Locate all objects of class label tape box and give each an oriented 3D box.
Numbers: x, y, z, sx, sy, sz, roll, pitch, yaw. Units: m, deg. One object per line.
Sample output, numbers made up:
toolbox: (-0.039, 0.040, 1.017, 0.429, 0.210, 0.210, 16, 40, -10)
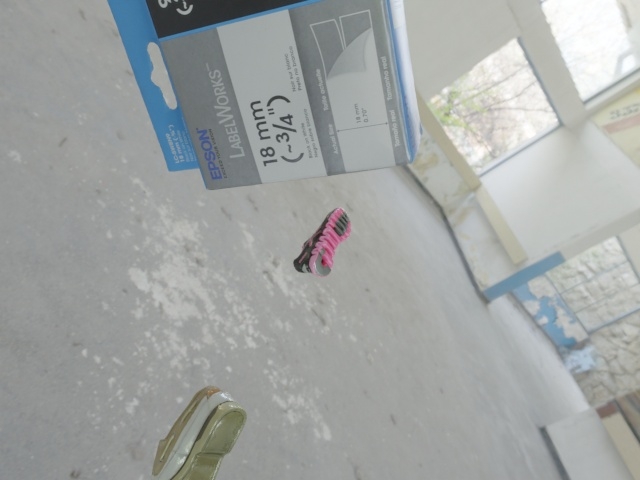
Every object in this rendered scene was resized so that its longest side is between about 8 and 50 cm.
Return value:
label tape box: (-0.081, -0.181, 0.517, 0.106, 0.333, 0.241, -59, 140, -58)

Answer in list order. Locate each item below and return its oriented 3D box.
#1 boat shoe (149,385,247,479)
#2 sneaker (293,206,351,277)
boat shoe: (-0.260, 0.424, 0.968, 0.103, 0.302, 0.113, 29, -9, 44)
sneaker: (0.000, 0.000, 0.691, 0.047, 0.057, 0.119, 54, 48, -29)
